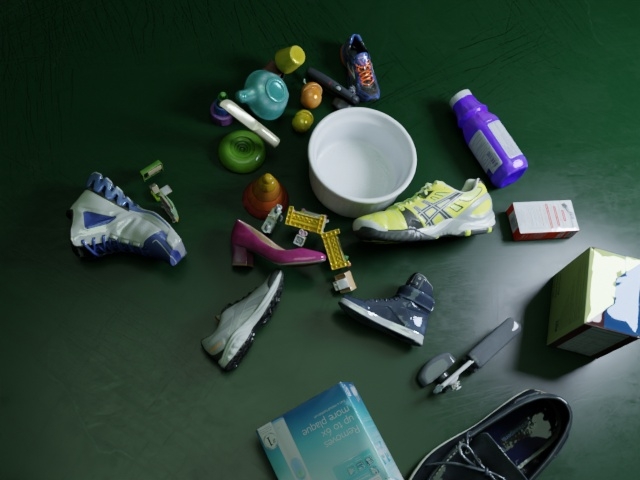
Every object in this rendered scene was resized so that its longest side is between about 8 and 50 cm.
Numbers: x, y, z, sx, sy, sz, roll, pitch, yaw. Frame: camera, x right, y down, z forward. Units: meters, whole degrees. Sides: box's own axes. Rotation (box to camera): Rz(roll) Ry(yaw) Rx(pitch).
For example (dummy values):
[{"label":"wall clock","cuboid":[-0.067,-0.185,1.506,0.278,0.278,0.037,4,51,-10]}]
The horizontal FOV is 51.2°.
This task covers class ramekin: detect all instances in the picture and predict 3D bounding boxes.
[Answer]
[{"label":"ramekin","cuboid":[0.098,-0.193,1.729,0.277,0.135,0.277,3,67,-7]}]

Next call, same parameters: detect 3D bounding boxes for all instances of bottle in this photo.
[{"label":"bottle","cuboid":[0.452,-0.284,1.827,0.092,0.118,0.283,-24,71,-14]}]

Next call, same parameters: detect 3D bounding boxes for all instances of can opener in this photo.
[{"label":"can opener","cuboid":[0.033,-0.426,1.859,0.186,0.059,0.073,41,83,13]},{"label":"can opener","cuboid":[0.361,0.271,1.596,0.280,0.074,0.093,-31,73,-19]}]

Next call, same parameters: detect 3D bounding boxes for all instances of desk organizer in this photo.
[{"label":"desk organizer","cuboid":[-0.155,-0.433,1.848,0.050,0.047,0.130,34,68,3]}]

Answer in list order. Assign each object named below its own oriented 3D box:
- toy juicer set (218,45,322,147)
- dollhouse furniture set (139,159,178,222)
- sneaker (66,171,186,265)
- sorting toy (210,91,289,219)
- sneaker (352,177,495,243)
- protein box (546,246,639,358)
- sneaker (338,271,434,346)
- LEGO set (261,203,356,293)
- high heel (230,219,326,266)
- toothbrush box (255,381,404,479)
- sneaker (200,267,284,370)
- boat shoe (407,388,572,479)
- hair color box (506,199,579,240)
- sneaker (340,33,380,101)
[{"label":"toy juicer set","cuboid":[-0.122,-0.357,1.776,0.329,0.089,0.209,-49,115,-33]},{"label":"dollhouse furniture set","cuboid":[-0.384,-0.123,1.666,0.058,0.076,0.152,-35,74,-19]},{"label":"sneaker","cuboid":[-0.484,-0.008,1.587,0.315,0.127,0.182,34,70,15]},{"label":"sorting toy","cuboid":[-0.190,-0.235,1.714,0.127,0.126,0.366,-23,72,-16]},{"label":"sneaker","cuboid":[0.254,-0.071,1.678,0.384,0.145,0.147,-7,91,-22]},{"label":"protein box","cuboid":[0.662,0.155,1.617,0.135,0.201,0.200,15,66,-1]},{"label":"sneaker","cuboid":[0.167,0.138,1.613,0.226,0.086,0.164,24,76,-7]},{"label":"LEGO set","cuboid":[0.000,0.000,1.673,0.287,0.107,0.132,38,102,4]},{"label":"high heel","cuboid":[-0.103,0.005,1.613,0.244,0.082,0.117,-1,82,22]},{"label":"toothbrush box","cuboid":[0.033,0.477,1.395,0.216,0.126,0.296,-30,73,7]},{"label":"sneaker","cuboid":[-0.174,0.166,1.558,0.108,0.100,0.272,31,66,12]},{"label":"boat shoe","cuboid":[0.360,0.495,1.456,0.500,0.156,0.187,-34,77,-18]},{"label":"hair color box","cuboid":[0.591,-0.053,1.780,0.167,0.053,0.093,-3,66,-8]},{"label":"sneaker","cuboid":[0.111,-0.486,1.885,0.083,0.087,0.221,-17,70,-14]}]
